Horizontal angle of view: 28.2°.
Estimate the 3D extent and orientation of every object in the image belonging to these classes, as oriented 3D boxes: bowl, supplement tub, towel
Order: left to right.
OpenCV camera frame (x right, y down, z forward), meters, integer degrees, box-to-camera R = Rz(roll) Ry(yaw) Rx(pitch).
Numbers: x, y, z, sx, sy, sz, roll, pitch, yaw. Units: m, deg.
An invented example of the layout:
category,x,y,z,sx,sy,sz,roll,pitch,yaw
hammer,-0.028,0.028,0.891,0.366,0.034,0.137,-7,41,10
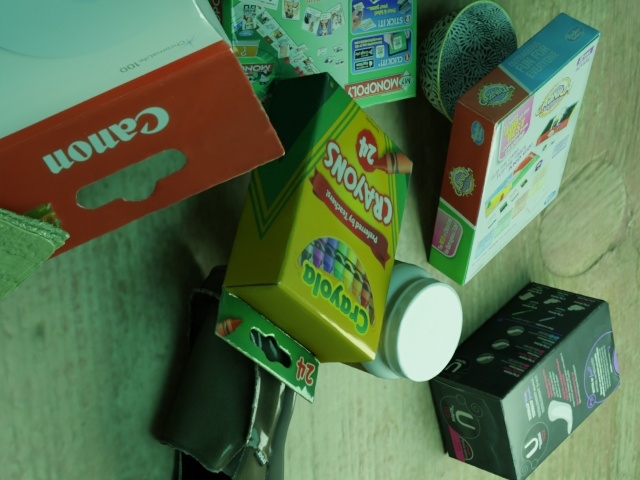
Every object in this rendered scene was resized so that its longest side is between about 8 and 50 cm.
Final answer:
category,x,y,z,sx,sy,sz,roll,pitch,yaw
towel,-0.327,0.006,1.226,0.110,0.027,0.148,-41,144,23
supplement tub,0.059,0.088,1.570,0.144,0.199,0.144,-17,114,-42
bowl,0.180,-0.235,1.687,0.170,0.080,0.170,-16,113,-43

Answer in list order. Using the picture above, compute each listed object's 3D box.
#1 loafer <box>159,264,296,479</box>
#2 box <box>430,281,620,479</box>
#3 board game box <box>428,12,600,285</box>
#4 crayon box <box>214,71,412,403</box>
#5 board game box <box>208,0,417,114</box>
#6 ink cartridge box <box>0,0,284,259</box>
category,x,y,z,sx,sy,sz,roll,pitch,yaw
loafer,-0.112,0.210,1.474,0.130,0.134,0.366,-18,115,-43
box,0.310,0.208,1.914,0.270,0.143,0.165,-36,124,-34
board game box,0.259,-0.119,1.730,0.242,0.064,0.316,-40,152,-32
crayon box,0.000,0.000,1.428,0.202,0.081,0.318,41,53,-46
board game box,-0.003,-0.254,1.513,0.317,0.046,0.213,-17,115,-43
ink cartridge box,-0.237,-0.140,1.142,0.308,0.091,0.385,-23,127,6
